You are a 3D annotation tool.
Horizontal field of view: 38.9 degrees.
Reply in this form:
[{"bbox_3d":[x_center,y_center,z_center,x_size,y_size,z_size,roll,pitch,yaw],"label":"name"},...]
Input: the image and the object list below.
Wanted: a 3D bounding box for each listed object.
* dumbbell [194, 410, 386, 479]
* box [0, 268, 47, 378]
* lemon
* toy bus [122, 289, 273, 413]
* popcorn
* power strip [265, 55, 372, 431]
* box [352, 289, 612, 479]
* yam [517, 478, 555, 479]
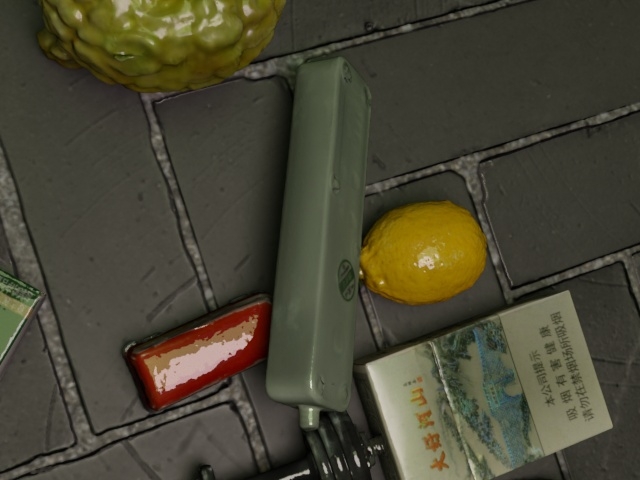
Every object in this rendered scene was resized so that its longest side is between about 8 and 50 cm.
[{"bbox_3d":[-0.053,0.247,0.920,0.254,0.110,0.110,-17,89,-11],"label":"dumbbell"},{"bbox_3d":[-0.381,0.061,0.860,0.199,0.081,0.135,29,77,-8],"label":"box"},{"bbox_3d":[0.109,0.014,0.979,0.155,0.114,0.114,-11,87,-13],"label":"lemon"},{"bbox_3d":[-0.109,0.110,0.928,0.174,0.077,0.079,-23,91,-16],"label":"toy bus"},{"bbox_3d":[-0.167,-0.245,0.899,0.206,0.251,0.237,60,37,-26],"label":"popcorn"},{"bbox_3d":[0.000,0.000,0.926,0.062,0.091,0.386,-4,70,26],"label":"power strip"},{"bbox_3d":[0.178,0.171,1.003,0.256,0.069,0.164,-18,89,-16],"label":"box"},{"bbox_3d":[0.230,0.394,0.957,0.153,0.154,0.255,0,87,-15],"label":"yam"}]
